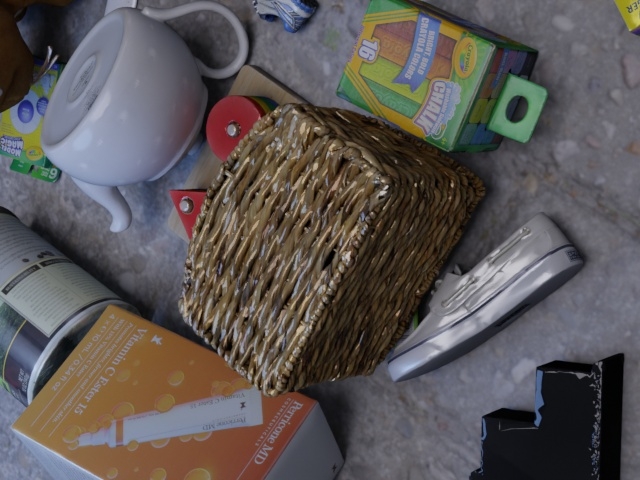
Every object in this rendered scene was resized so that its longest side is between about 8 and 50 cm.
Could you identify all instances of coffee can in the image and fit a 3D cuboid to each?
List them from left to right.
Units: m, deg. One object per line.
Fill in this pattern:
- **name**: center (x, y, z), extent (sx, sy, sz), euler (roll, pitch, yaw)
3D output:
- **coffee can**: center (-0.418, 0.102, 1.680), extent (0.275, 0.201, 0.201), euler (33, 110, 25)

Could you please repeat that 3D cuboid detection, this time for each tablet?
- **tablet**: center (-0.279, -0.348, 1.675), extent (0.054, 0.006, 0.083), euler (20, 104, 29)

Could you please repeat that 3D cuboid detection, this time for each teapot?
- **teapot**: center (-0.233, -0.173, 1.563), extent (0.256, 0.187, 0.252), euler (-23, 48, 49)

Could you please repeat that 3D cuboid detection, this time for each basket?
- **basket**: center (0.000, 0.000, 1.357), extent (0.213, 0.223, 0.299), euler (39, 113, 28)

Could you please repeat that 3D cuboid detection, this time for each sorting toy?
- **sorting toy**: center (-0.076, -0.055, 1.523), extent (0.255, 0.089, 0.257), euler (37, 112, 24)

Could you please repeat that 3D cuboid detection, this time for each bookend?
- **bookend**: center (0.256, 0.203, 1.348), extent (0.157, 0.072, 0.156), euler (3, 94, 32)

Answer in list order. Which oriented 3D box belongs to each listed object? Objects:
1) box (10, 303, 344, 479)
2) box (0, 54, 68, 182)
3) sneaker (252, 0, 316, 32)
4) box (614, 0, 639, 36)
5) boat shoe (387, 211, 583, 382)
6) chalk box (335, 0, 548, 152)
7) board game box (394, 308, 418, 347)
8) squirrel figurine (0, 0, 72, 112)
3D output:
- **box**: center (-0.179, 0.261, 1.509), extent (0.345, 0.168, 0.215), euler (21, 61, 28)
- **box**: center (-0.423, -0.181, 1.756), extent (0.105, 0.043, 0.179), euler (16, 104, 30)
- **sneaker**: center (-0.070, -0.313, 1.524), extent (0.135, 0.052, 0.058), euler (40, 117, 23)
- **box**: center (0.372, -0.363, 1.208), extent (0.214, 0.117, 0.243), euler (-29, 79, 30)
- **boat shoe**: center (0.174, 0.067, 1.377), extent (0.267, 0.096, 0.088), euler (-40, 69, 26)
- **chalk box**: center (0.151, -0.181, 1.348), extent (0.213, 0.132, 0.132), euler (29, 109, 27)
- **board game box**: center (0.056, 0.005, 1.418), extent (0.124, 0.039, 0.259), euler (1, 112, 5)
- **squirrel figurine**: center (-0.504, -0.359, 1.582), extent (0.281, 0.397, 0.370), euler (5, 84, 24)
